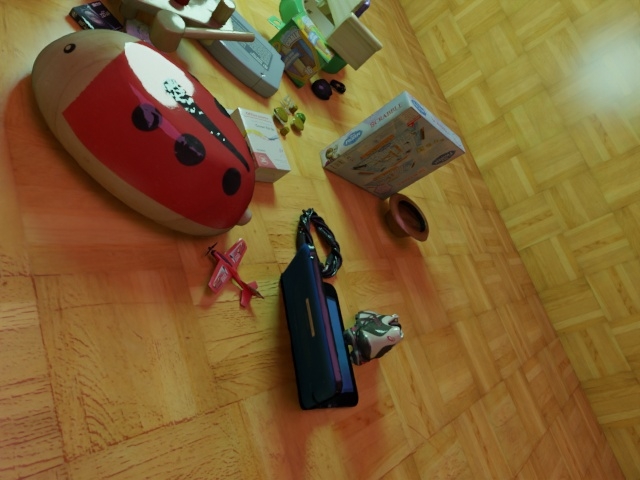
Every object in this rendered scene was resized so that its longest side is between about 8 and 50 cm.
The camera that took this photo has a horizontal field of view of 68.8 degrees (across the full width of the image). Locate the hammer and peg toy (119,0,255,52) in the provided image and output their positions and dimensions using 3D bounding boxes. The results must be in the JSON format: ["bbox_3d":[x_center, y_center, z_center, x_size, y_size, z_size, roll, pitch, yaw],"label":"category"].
[{"bbox_3d":[-0.310,-0.534,1.027,0.266,0.127,0.361,1,66,-42],"label":"hammer and peg toy"}]

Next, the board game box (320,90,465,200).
[{"bbox_3d":[0.221,-0.267,1.415,0.318,0.318,0.066,22,49,-45],"label":"board game box"}]

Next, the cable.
[{"bbox_3d":[0.000,0.000,1.166,0.150,0.047,0.184,24,47,-42],"label":"cable"}]

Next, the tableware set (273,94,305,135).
[{"bbox_3d":[-0.089,-0.349,1.336,0.104,0.024,0.154,49,34,-22],"label":"tableware set"}]

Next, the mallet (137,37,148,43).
[{"bbox_3d":[-0.328,-0.360,1.005,0.189,0.039,0.062,20,73,-49],"label":"mallet"}]

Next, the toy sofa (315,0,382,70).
[{"bbox_3d":[0.109,-0.745,1.565,0.150,0.177,0.362,35,30,-33],"label":"toy sofa"}]

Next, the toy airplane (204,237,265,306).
[{"bbox_3d":[-0.166,0.066,0.913,0.151,0.028,0.151,31,45,-36],"label":"toy airplane"}]

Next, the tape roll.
[{"bbox_3d":[-0.009,-0.768,1.707,0.321,0.077,0.321,32,43,-35],"label":"tape roll"}]

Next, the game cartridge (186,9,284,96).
[{"bbox_3d":[-0.226,-0.531,1.264,0.297,0.062,0.198,38,44,-30],"label":"game cartridge"}]

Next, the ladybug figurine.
[{"bbox_3d":[-0.277,-0.195,0.842,0.449,0.162,0.305,43,37,-25],"label":"ladybug figurine"}]

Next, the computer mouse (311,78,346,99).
[{"bbox_3d":[0.040,-0.536,1.629,0.071,0.041,0.242,57,33,-4],"label":"computer mouse"}]

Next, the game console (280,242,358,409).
[{"bbox_3d":[0.027,0.182,0.964,0.173,0.250,0.293,-1,63,-24],"label":"game console"}]

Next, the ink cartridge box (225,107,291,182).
[{"bbox_3d":[-0.159,-0.243,1.120,0.115,0.067,0.198,-4,68,-53],"label":"ink cartridge box"}]

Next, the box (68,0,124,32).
[{"bbox_3d":[-0.445,-0.438,0.932,0.067,0.018,0.083,49,35,-17],"label":"box"}]

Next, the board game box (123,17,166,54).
[{"bbox_3d":[-0.380,-0.430,1.011,0.090,0.020,0.090,19,52,-45],"label":"board game box"}]

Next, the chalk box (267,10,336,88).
[{"bbox_3d":[-0.075,-0.613,1.451,0.213,0.132,0.132,47,35,-20],"label":"chalk box"}]

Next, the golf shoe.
[{"bbox_3d":[0.137,0.217,1.081,0.273,0.120,0.105,-16,86,-78],"label":"golf shoe"}]

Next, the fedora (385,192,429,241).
[{"bbox_3d":[0.277,-0.065,1.553,0.194,0.079,0.194,27,46,-31],"label":"fedora"}]
